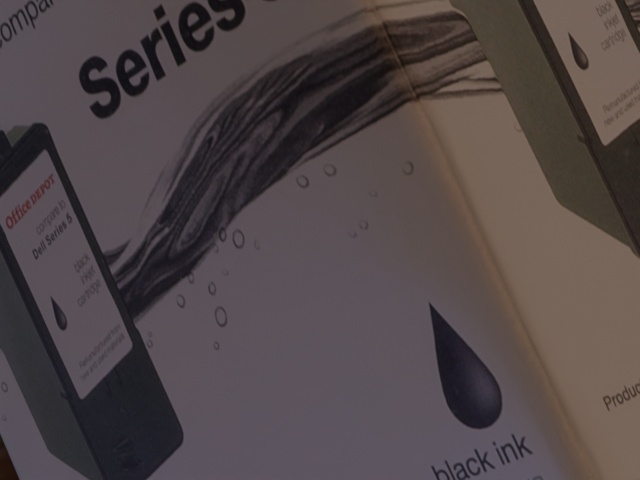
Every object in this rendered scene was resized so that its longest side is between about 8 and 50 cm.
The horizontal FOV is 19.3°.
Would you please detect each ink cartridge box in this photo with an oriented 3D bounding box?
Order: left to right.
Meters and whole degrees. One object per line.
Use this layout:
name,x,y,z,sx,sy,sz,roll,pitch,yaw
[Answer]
ink cartridge box,0.000,0.000,0.499,0.115,0.198,0.273,-20,-97,-45
